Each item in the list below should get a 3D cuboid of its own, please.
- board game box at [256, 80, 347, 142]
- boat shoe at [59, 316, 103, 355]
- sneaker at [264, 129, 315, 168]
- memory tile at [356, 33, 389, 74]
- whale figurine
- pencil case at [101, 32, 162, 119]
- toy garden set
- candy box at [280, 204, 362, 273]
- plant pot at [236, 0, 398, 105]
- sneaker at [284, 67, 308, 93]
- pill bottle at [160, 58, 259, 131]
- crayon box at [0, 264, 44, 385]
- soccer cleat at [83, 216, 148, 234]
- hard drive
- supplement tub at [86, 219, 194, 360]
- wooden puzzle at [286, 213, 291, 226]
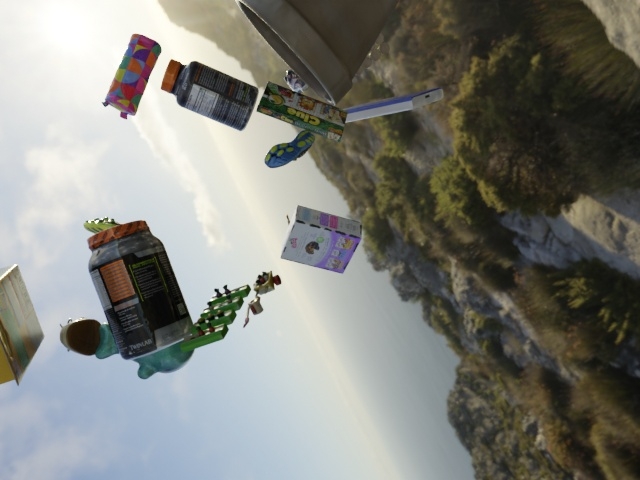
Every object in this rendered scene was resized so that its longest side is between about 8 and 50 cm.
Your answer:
[{"bbox_3d":[-0.050,-0.382,1.630,0.030,0.259,0.136,117,169,-48],"label":"board game box"},{"bbox_3d":[-0.678,0.279,1.599,0.285,0.089,0.105,61,-144,-75],"label":"boat shoe"},{"bbox_3d":[-0.085,-0.247,1.565,0.067,0.188,0.078,41,140,11],"label":"sneaker"},{"bbox_3d":[0.146,-0.630,1.811,0.113,0.148,0.012,51,-175,-25],"label":"memory tile"},{"bbox_3d":[-0.485,0.273,1.534,0.141,0.271,0.217,112,160,-58],"label":"whale figurine"},{"bbox_3d":[-0.543,-0.477,1.596,0.104,0.237,0.104,20,172,3],"label":"pencil case"},{"bbox_3d":[-0.210,0.153,1.309,0.244,0.203,0.049,-71,-42,-67],"label":"toy garden set"},{"bbox_3d":[0.000,0.000,1.576,0.070,0.196,0.165,-86,15,-44],"label":"candy box"},{"bbox_3d":[0.018,-0.517,1.231,0.323,0.280,0.323,45,-174,-6],"label":"plant pot"},{"bbox_3d":[-0.066,-0.493,1.664,0.077,0.072,0.178,40,162,-17],"label":"sneaker"},{"bbox_3d":[-0.301,-0.399,1.485,0.245,0.131,0.130,21,-172,-17],"label":"pill bottle"},{"bbox_3d":[-0.715,0.187,1.226,0.323,0.083,0.203,-156,50,-70],"label":"crayon box"},{"bbox_3d":[-0.804,-0.022,2.168,0.093,0.288,0.121,-50,-33,-71],"label":"soccer cleat"},{"bbox_3d":[0.207,-0.433,1.779,0.318,0.210,0.040,-1,109,40],"label":"hard drive"},{"bbox_3d":[-0.455,0.121,1.379,0.193,0.193,0.316,158,92,-85],"label":"supplement tub"},{"bbox_3d":[-0.093,-0.033,1.813,0.078,0.014,0.117,128,126,-89],"label":"wooden puzzle"}]
